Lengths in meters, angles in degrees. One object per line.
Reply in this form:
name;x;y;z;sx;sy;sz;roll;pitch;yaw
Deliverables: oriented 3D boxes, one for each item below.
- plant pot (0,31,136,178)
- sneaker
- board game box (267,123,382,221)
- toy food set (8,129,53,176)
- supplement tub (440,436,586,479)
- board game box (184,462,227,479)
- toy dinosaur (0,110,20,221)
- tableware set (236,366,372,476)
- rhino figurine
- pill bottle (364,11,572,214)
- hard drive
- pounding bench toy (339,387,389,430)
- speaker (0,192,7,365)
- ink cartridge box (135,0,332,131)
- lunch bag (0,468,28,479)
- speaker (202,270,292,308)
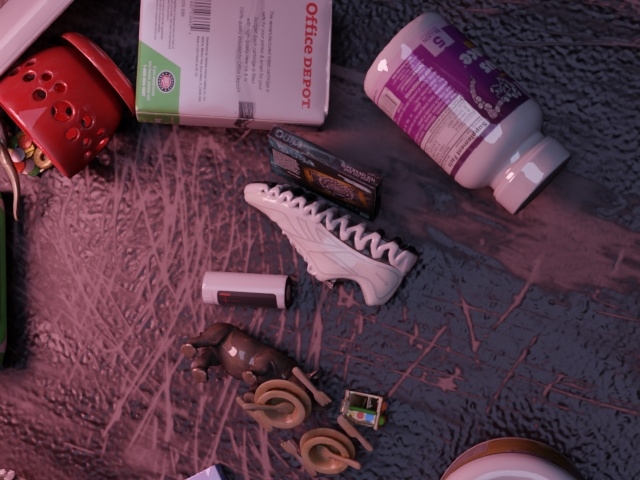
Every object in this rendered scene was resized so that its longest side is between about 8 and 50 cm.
plant pot;-0.399;-0.223;1.766;0.191;0.191;0.174;44;80;11
sneaker;0.000;0.000;1.726;0.292;0.110;0.118;29;100;12
board game box;0.007;-0.102;1.717;0.186;0.126;0.026;27;70;11
toy food set;-0.483;-0.148;1.863;0.082;0.020;0.083;-26;82;7
supplement tub;0.264;0.397;1.525;0.241;0.331;0.241;-1;85;10
board game box;-0.185;0.480;1.749;0.160;0.039;0.212;-28;80;7
toy dinosaur;-0.535;-0.171;1.810;0.064;0.118;0.268;-21;72;-2
tableware set;-0.025;0.287;1.672;0.128;0.039;0.194;-31;112;29
rhino figurine;-0.090;0.201;1.726;0.243;0.106;0.073;25;124;10
pill bottle;0.223;-0.185;1.662;0.301;0.169;0.169;45;94;10
hard drive;-0.476;-0.350;1.774;0.307;0.203;0.040;-48;120;-7
pounding bench toy;0.067;0.258;1.698;0.065;0.083;0.052;10;87;12
speaker;-0.575;0.058;1.810;0.131;0.131;0.297;-3;85;10
ink cartridge box;-0.134;-0.281;1.721;0.289;0.121;0.211;4;86;-8
lunch bag;-0.560;0.492;1.688;0.212;0.305;0.256;36;96;8
speaker;-0.116;0.078;1.761;0.136;0.055;0.055;3;86;10
